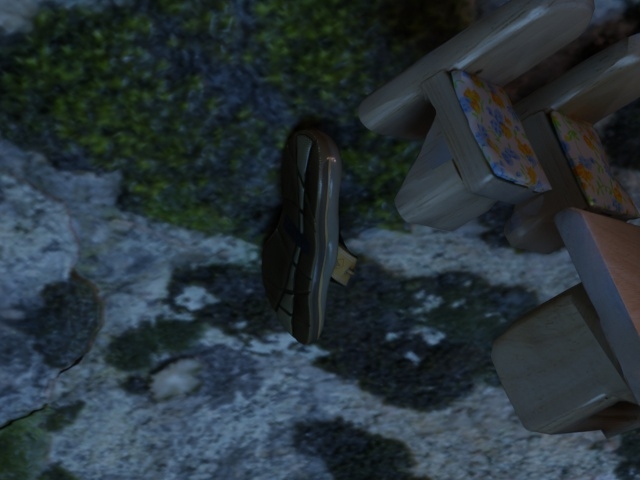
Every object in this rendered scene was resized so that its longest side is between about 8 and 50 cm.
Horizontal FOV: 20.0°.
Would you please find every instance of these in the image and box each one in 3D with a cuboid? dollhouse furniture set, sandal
[{"bbox_3d":[0.277,0.037,1.082,0.256,0.362,0.394,-32,159,25],"label":"dollhouse furniture set"},{"bbox_3d":[0.000,0.000,1.206,0.049,0.072,0.180,-14,136,-25],"label":"sandal"}]
